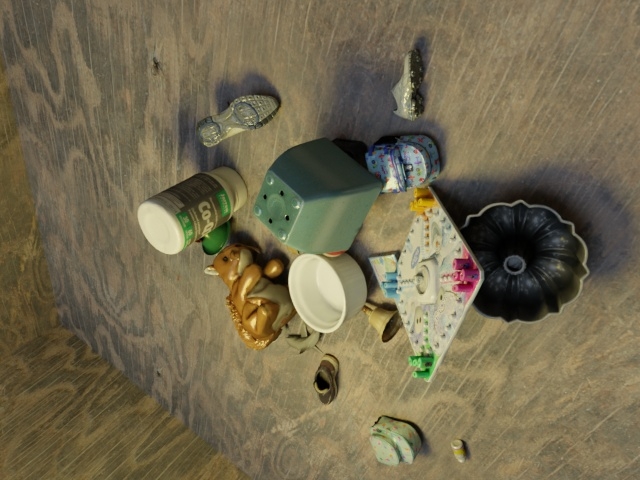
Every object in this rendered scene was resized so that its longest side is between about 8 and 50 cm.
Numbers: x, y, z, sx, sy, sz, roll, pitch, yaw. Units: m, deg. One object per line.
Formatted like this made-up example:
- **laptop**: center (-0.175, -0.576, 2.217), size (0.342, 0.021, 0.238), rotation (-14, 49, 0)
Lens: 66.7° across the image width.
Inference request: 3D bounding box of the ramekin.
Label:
- **ramekin**: center (0.029, 0.162, 1.669), size (0.277, 0.135, 0.277), rotation (19, 116, 42)

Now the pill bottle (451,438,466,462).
- **pill bottle**: center (0.521, 0.791, 1.824), size (0.043, 0.043, 0.083), rotation (-4, 116, 39)

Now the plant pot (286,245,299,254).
- **plant pot**: center (-0.120, -0.059, 1.633), size (0.032, 0.236, 0.236), rotation (-18, 112, 1)

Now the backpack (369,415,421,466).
- **backpack**: center (0.298, 0.804, 1.935), size (0.188, 0.144, 0.165), rotation (-8, 108, 37)

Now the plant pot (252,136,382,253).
- **plant pot**: center (-0.036, -0.111, 1.331), size (0.247, 0.252, 0.247), rotation (44, 126, 25)

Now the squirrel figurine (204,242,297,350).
- **squirrel figurine**: center (-0.286, 0.213, 1.899), size (0.370, 0.281, 0.397), rotation (39, 132, 18)

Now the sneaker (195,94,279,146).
- **sneaker**: center (-0.262, -0.402, 1.580), size (0.297, 0.129, 0.111), rotation (-14, 108, 22)

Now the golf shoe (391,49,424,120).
- **golf shoe**: center (0.216, -0.397, 1.250), size (0.086, 0.069, 0.176), rotation (18, 127, 35)

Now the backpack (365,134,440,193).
- **backpack**: center (0.230, -0.207, 1.329), size (0.173, 0.117, 0.158), rotation (3, 119, 34)

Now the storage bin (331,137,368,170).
- **storage bin**: center (0.072, -0.206, 1.471), size (0.122, 0.084, 0.180), rotation (14, 125, 29)

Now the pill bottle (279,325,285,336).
- **pill bottle**: center (-0.232, 0.393, 2.086), size (0.184, 0.103, 0.103), rotation (-25, 101, 44)

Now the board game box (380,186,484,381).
- **board game box**: center (0.277, 0.111, 1.326), size (0.050, 0.390, 0.389), rotation (4, 126, -13)

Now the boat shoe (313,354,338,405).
- **boat shoe**: center (0.014, 0.603, 2.048), size (0.103, 0.092, 0.285), rotation (25, 130, 22)

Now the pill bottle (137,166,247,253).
- **pill bottle**: center (-0.438, -0.120, 1.717), size (0.204, 0.361, 0.204), rotation (20, 129, 26)

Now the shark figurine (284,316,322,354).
- **shark figurine**: center (-0.056, 0.400, 1.954), size (0.166, 0.116, 0.278), rotation (38, 136, 8)

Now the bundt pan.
- **bundt pan**: center (0.499, 0.041, 1.249), size (0.331, 0.124, 0.330), rotation (8, 112, 20)

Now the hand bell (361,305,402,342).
- **hand bell**: center (0.159, 0.241, 1.708), size (0.242, 0.126, 0.126), rotation (31, 134, 33)

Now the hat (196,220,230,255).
- **hat**: center (-0.466, -0.045, 1.867), size (0.209, 0.184, 0.172), rotation (4, 77, 46)

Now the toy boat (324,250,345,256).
- **toy boat**: center (0.008, -0.066, 1.553), size (0.231, 0.151, 0.151), rotation (34, 145, 13)

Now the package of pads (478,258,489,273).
- **package of pads**: center (0.473, 0.078, 1.380), size (0.032, 0.050, 0.083), rotation (-5, 115, 38)

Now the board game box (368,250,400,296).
- **board game box**: center (0.232, 0.112, 1.602), size (0.103, 0.026, 0.154), rotation (-9, 112, 40)
